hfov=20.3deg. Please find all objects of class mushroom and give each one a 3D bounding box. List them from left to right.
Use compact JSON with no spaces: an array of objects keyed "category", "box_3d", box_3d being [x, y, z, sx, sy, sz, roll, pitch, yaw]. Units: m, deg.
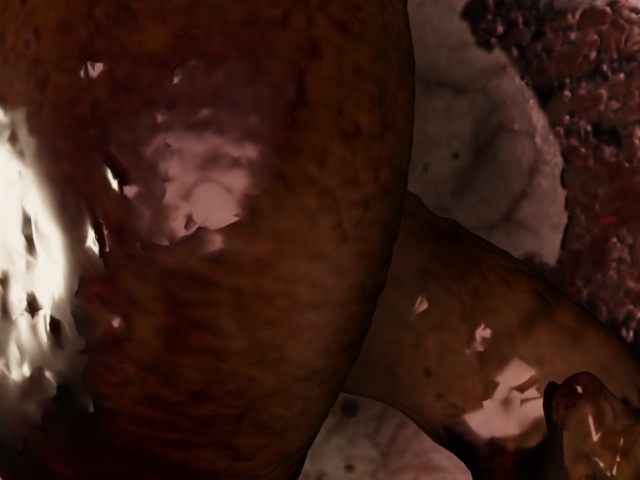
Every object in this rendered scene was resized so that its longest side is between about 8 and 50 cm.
[{"category":"mushroom","box_3d":[-0.007,-0.013,0.776,0.356,0.331,0.334,-4,51,5]}]
